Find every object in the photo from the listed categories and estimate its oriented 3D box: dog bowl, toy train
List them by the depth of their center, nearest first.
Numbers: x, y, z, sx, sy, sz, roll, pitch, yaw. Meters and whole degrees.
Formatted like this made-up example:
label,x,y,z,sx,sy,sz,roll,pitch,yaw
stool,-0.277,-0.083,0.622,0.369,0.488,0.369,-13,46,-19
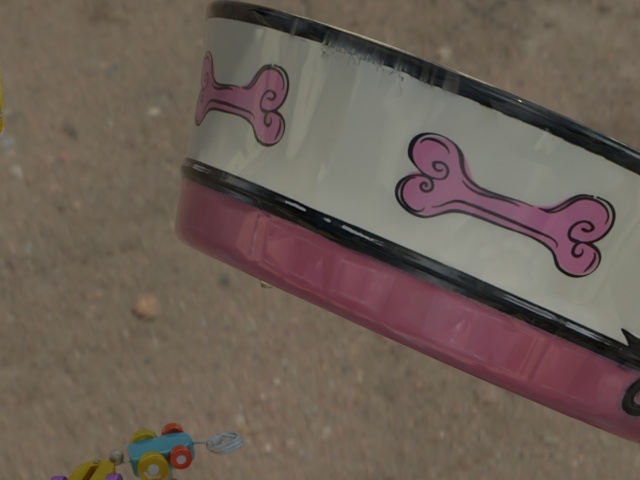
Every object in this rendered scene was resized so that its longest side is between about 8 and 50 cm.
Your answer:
label,x,y,z,sx,sy,sz,roll,pitch,yaw
dog bowl,0.088,-0.002,1.168,0.408,0.408,0.150,23,90,21
toy train,-0.138,0.199,1.451,0.125,0.046,0.166,7,24,38

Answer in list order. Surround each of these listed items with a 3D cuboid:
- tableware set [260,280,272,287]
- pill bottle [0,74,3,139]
label,x,y,z,sx,sy,sz,roll,pitch,yaw
tableware set,0.000,0.000,1.720,0.128,0.039,0.194,4,18,-9
pill bottle,-0.185,-0.071,0.948,0.043,0.083,0.043,3,41,-3
